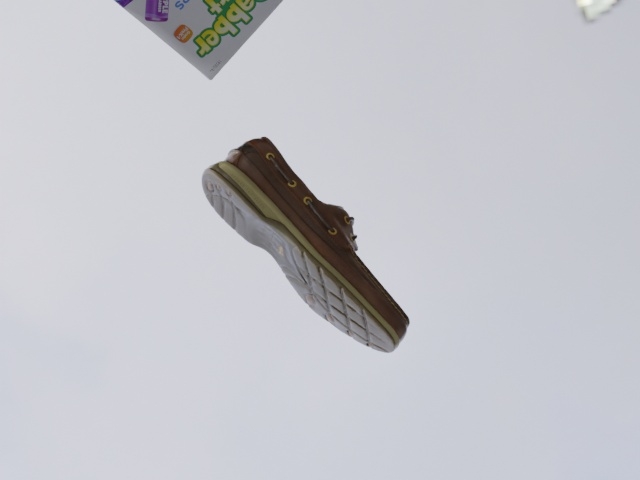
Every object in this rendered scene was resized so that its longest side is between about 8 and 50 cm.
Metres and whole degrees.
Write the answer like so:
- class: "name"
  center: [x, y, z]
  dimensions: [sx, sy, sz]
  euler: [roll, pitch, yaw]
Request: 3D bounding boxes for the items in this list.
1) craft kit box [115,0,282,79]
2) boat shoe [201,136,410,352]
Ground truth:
- class: "craft kit box"
  center: [-0.097, -0.294, 1.458]
  dimensions: [0.247, 0.250, 0.061]
  euler: [37, -169, -27]
- class: "boat shoe"
  center: [0.000, 0.000, 1.278]
  dimensions: [0.178, 0.064, 0.060]
  euler: [45, -113, 5]
